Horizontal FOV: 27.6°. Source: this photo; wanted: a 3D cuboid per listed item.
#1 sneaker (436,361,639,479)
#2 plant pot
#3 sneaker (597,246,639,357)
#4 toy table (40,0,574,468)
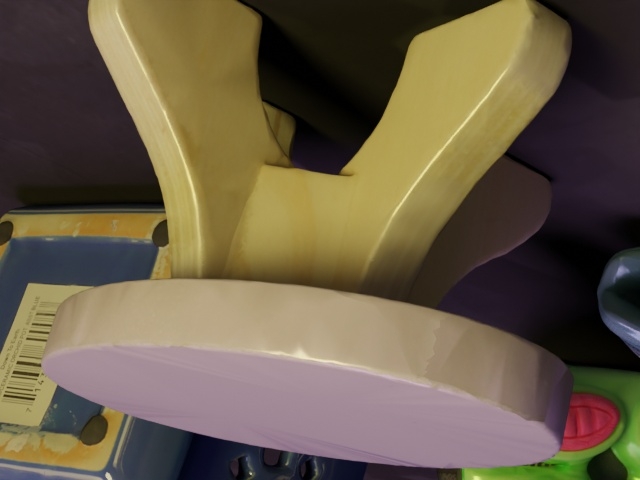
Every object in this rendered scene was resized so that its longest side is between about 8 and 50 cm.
[{"bbox_3d":[0.181,0.174,0.864,0.202,0.185,0.483,17,173,33],"label":"sneaker"},{"bbox_3d":[-0.114,0.103,0.843,0.236,0.235,0.212,2,153,33],"label":"plant pot"},{"bbox_3d":[0.234,0.031,0.580,0.122,0.110,0.283,25,158,-22],"label":"sneaker"},{"bbox_3d":[0.000,0.000,0.564,0.274,0.160,0.252,-3,156,42],"label":"toy table"}]
